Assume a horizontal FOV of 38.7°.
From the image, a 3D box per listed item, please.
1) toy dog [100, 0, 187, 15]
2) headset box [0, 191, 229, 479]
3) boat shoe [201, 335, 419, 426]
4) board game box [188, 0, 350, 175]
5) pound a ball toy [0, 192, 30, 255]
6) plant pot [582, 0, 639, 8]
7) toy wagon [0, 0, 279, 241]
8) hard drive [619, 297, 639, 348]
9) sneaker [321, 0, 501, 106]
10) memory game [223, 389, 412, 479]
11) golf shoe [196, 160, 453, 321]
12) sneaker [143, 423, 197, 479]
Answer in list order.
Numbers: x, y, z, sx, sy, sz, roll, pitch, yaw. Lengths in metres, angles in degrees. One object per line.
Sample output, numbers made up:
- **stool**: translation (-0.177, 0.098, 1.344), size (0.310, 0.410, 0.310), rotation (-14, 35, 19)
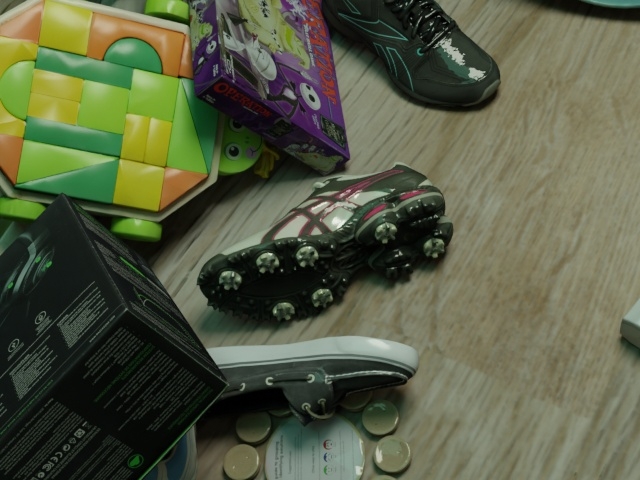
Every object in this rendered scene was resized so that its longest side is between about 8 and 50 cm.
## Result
- **toy dog**: translation (-0.278, -0.398, 1.113), size (0.161, 0.333, 0.220), rotation (-8, 13, -27)
- **headset box**: translation (-0.256, 0.119, 0.848), size (0.246, 0.131, 0.283), rotation (-46, 36, -2)
- **boat shoe**: translation (-0.019, 0.140, 0.869), size (0.229, 0.080, 0.076), rotation (-3, 63, 13)
- **board game box**: translation (-0.066, -0.261, 1.074), size (0.056, 0.208, 0.346), rotation (-28, 52, 27)
- **pound a ball toy**: translation (-0.334, -0.092, 1.086), size (0.319, 0.136, 0.208), rotation (-58, 23, -15)
- **plant pot**: translation (0.373, -0.455, 1.047), size (0.293, 0.293, 0.235), rotation (12, 47, 21)
- **toy wagon**: translation (-0.199, -0.136, 0.989), size (0.344, 0.068, 0.267), rotation (10, 84, -21)
- **hard drive**: translation (0.484, 0.018, 0.854), size (0.233, 0.047, 0.353), rotation (35, 72, 29)
- **sneaker**: translation (0.097, -0.253, 1.078), size (0.267, 0.106, 0.101), rotation (38, 72, 23)
- **memory game**: translation (-0.004, 0.211, 0.873), size (0.186, 0.012, 0.186), rotation (-6, 58, 10)
- **golf shoe**: translation (0.000, 0.000, 0.967), size (0.273, 0.105, 0.120), rotation (-18, 40, -4)
- **sneaker**: translation (-0.170, 0.143, 0.913), size (0.085, 0.086, 0.237), rotation (-17, 55, 5)
